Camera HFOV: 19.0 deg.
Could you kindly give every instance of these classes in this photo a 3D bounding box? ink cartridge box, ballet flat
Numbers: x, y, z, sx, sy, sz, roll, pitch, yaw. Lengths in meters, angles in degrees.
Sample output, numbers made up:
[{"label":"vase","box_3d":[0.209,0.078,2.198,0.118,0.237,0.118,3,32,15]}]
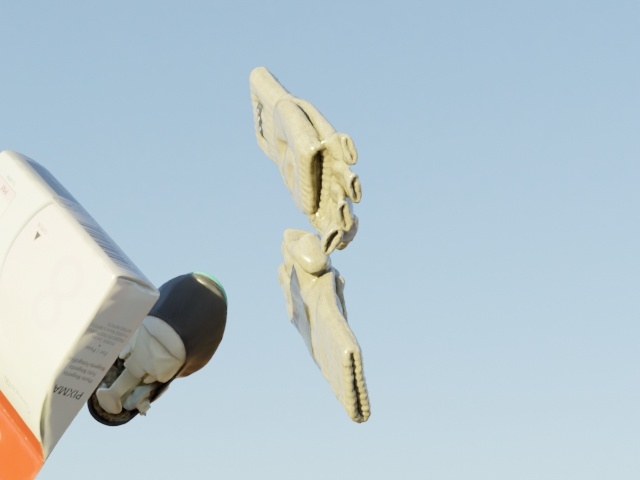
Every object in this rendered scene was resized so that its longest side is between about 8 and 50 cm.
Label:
[{"label":"ink cartridge box","box_3d":[-0.239,0.075,1.413,0.066,0.232,0.189,31,9,-48]},{"label":"ballet flat","box_3d":[-0.137,0.096,1.532,0.074,0.074,0.203,10,-31,-25]}]

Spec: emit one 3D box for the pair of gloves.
[{"label":"pair of gloves","box_3d":[0.000,0.000,1.478,0.042,0.240,0.204,-12,23,-12]}]
